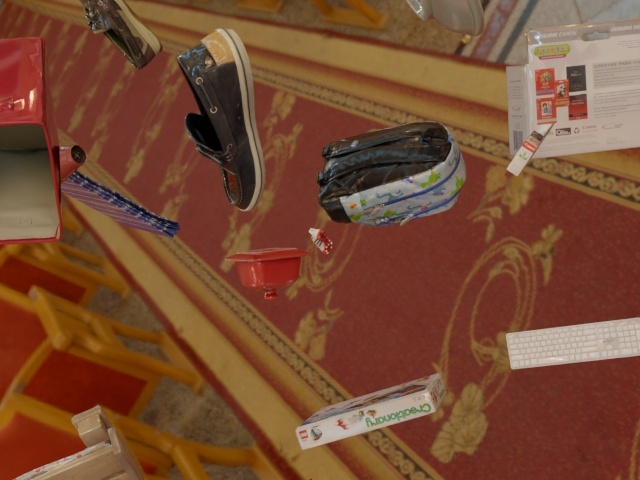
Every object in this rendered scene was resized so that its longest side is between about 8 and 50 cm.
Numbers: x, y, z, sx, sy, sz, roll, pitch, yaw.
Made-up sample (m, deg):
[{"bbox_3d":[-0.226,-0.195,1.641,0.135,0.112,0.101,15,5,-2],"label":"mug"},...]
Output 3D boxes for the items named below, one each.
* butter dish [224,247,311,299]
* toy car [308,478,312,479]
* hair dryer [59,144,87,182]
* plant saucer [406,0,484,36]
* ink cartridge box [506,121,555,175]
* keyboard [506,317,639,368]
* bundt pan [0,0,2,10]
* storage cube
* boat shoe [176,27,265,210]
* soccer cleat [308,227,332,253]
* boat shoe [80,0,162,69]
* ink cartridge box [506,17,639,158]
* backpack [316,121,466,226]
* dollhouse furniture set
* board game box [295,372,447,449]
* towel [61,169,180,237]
[{"bbox_3d":[-0.120,0.080,1.660,0.160,0.160,0.118,1,97,55],"label":"butter dish"},{"bbox_3d":[-0.024,0.555,1.600,0.060,0.122,0.040,-6,72,0],"label":"toy car"},{"bbox_3d":[-0.548,-0.104,1.238,0.293,0.080,0.223,-19,8,-9],"label":"hair dryer"},{"bbox_3d":[0.228,-0.622,1.638,0.100,0.400,0.400,-33,41,7],"label":"plant saucer"},{"bbox_3d":[0.420,-0.189,1.428,0.063,0.029,0.115,-40,-19,-49],"label":"ink cartridge box"},{"bbox_3d":[0.501,0.204,1.407,0.256,0.014,0.072,-9,79,13],"label":"keyboard"},{"bbox_3d":[-0.676,-0.490,1.177,0.124,0.331,0.331,-4,58,10],"label":"bundt pan"},{"bbox_3d":[-0.423,-0.125,0.883,0.215,0.184,0.193,101,157,-44],"label":"storage cube"},{"bbox_3d":[-0.236,-0.258,1.686,0.156,0.500,0.187,-25,52,-18],"label":"boat shoe"},{"bbox_3d":[0.000,0.000,1.492,0.036,0.083,0.029,22,70,28],"label":"soccer cleat"},{"bbox_3d":[-0.391,-0.408,1.315,0.080,0.223,0.073,10,63,50],"label":"boat shoe"},{"bbox_3d":[0.577,-0.332,1.561,0.130,0.309,0.272,-119,24,-78],"label":"ink cartridge box"},{"bbox_3d":[0.203,-0.180,1.892,0.355,0.273,0.290,-26,34,26],"label":"backpack"},{"bbox_3d":[-0.455,0.399,1.180,0.303,0.355,0.174,-21,41,-12],"label":"dollhouse furniture set"},{"bbox_3d":[0.116,0.373,1.570,0.305,0.193,0.053,-20,85,16],"label":"board game box"},{"bbox_3d":[-0.495,-0.102,1.582,0.243,0.336,0.040,11,73,44],"label":"towel"}]
